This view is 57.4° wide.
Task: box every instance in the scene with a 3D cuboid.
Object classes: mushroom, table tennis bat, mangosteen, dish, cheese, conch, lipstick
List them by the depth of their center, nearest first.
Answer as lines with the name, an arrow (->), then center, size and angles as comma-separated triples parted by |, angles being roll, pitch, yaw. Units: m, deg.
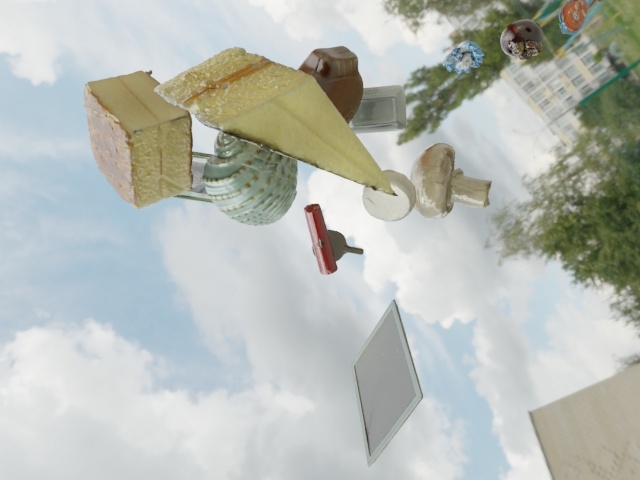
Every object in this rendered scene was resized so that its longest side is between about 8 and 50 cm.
conch -> -0.175, -0.205, 1.724 | 0.319, 0.215, 0.302 | 30, -115, -23
mangosteen -> 0.640, -0.625, 1.843 | 0.140, 0.140, 0.140 | 36, -146, -28
dish -> 0.177, -0.429, 1.932 | 0.077, 0.213, 0.151 | -70, -24, -73
cheese -> 0.883, -0.790, 1.978 | 0.106, 0.256, 0.037 | 49, 165, -22
mushroom -> 0.474, -0.210, 2.129 | 0.292, 0.290, 0.292 | 5, -90, -72
lipstick -> 0.001, 0.000, 2.140 | 0.073, 0.073, 0.279 | -70, -30, -56
table tennis bat -> 0.070, 0.029, 2.314 | 0.235, 0.130, 0.022 | 11, -176, -29

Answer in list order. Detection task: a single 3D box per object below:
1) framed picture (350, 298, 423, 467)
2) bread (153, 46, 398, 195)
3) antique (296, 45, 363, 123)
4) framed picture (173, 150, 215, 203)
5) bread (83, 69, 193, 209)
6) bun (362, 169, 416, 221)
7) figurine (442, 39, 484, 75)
framed picture -> 0.140, 0.303, 1.276 | 0.019, 0.232, 0.296 | 18, -149, -17
bread -> -0.095, -0.208, 1.233 | 0.404, 0.242, 0.346 | 55, 169, -31
antique -> 0.003, -0.358, 1.487 | 0.224, 0.278, 0.129 | -22, -130, -30
framed picture -> -0.452, -0.222, 2.060 | 0.294, 0.231, 0.018 | 8, -134, -3
bread -> -0.506, -0.281, 1.632 | 0.207, 0.279, 0.279 | -28, -120, -33
bun -> 0.222, -0.151, 1.852 | 0.173, 0.173, 0.119 | 43, -137, -18
figurine -> 0.410, -0.510, 1.645 | 0.114, 0.114, 0.079 | 32, -142, -33
